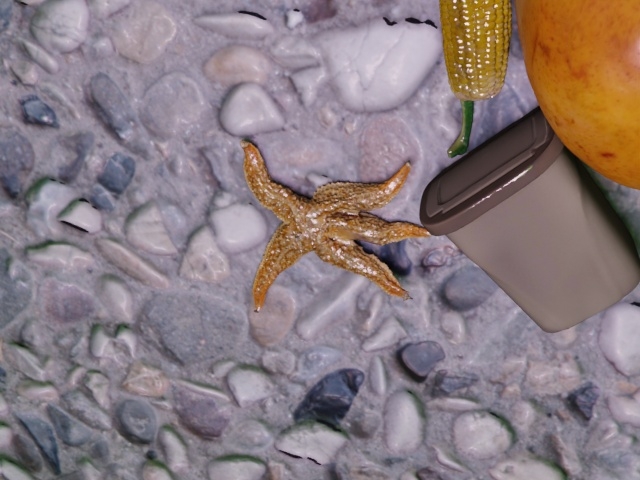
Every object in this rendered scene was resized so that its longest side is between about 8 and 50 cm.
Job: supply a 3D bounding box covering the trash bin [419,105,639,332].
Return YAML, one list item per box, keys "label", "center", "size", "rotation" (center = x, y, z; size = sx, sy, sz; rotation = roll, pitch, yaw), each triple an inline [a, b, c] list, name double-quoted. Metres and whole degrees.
- label: "trash bin"
  center: [0.297, -0.026, 1.244]
  size: [0.220, 0.219, 0.250]
  rotation: [-34, 111, 26]

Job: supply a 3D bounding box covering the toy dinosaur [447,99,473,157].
- label: "toy dinosaur"
  center: [0.226, -0.341, 1.184]
  size: [0.301, 0.087, 0.447]
  rotation: [28, 104, -37]

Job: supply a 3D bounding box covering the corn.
- label: "corn"
  center: [0.179, -0.308, 1.069]
  size: [0.097, 0.097, 0.319]
  rotation: [-1, 128, 13]

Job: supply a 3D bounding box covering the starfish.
- label: "starfish"
  center: [0.024, -0.002, 1.387]
  size: [0.294, 0.084, 0.301]
  rotation: [5, 113, 12]

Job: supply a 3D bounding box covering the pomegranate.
- label: "pomegranate"
  center: [0.416, -0.257, 1.011]
  size: [0.417, 0.416, 0.416]
  rotation: [5, 117, 10]
